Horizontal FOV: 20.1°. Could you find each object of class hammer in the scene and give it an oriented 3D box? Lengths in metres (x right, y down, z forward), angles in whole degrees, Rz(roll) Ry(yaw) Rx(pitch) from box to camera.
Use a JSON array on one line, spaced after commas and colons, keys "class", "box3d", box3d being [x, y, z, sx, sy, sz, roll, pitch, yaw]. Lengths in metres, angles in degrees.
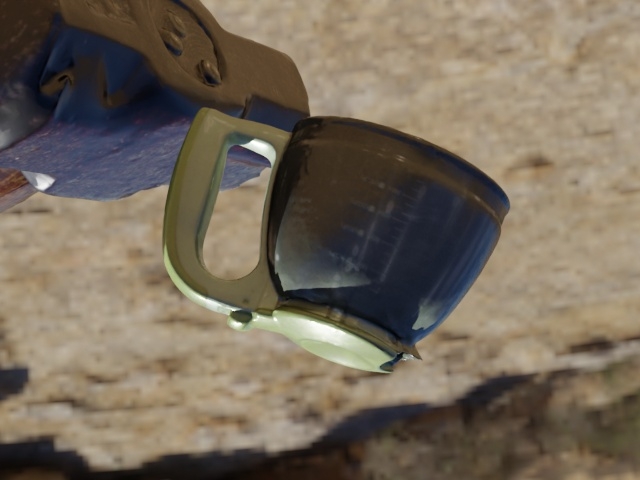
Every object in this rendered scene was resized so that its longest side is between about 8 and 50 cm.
[{"class": "hammer", "box3d": [-0.221, 0.001, 0.878, 0.409, 0.095, 0.242, -30, 165, 16]}]

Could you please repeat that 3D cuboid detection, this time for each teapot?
[{"class": "teapot", "box3d": [0.005, 0.004, 0.722, 0.124, 0.090, 0.092, 12, 163, 32]}]
